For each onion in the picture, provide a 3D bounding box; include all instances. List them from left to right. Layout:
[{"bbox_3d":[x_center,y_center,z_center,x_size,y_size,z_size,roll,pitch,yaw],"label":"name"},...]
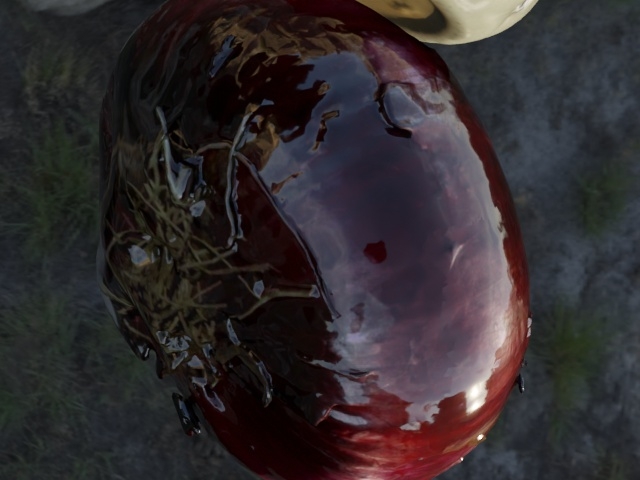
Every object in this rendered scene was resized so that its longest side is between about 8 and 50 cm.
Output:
[{"bbox_3d":[0.000,0.000,0.583,0.232,0.314,0.313,-20,103,-29],"label":"onion"}]

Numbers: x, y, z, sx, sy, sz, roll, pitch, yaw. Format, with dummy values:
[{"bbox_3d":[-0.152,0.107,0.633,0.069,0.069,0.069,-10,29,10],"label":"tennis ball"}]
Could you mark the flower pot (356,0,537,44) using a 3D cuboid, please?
[{"bbox_3d":[0.067,-0.241,0.625,0.246,0.246,0.195,26,87,-32],"label":"flower pot"}]
